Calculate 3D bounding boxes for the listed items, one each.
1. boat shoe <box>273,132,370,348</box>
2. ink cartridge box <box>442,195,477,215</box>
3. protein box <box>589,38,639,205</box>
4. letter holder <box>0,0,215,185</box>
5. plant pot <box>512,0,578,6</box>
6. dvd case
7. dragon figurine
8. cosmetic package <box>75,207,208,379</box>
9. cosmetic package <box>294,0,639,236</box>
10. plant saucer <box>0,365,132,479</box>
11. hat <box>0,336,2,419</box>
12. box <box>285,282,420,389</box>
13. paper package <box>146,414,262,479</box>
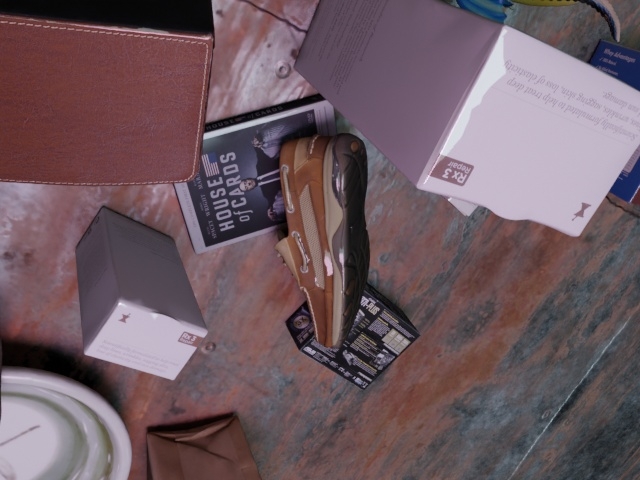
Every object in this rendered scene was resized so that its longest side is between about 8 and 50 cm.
[{"bbox_3d":[0.000,0.000,0.860,0.120,0.122,0.324,9,117,19],"label":"boat shoe"},{"bbox_3d":[0.231,-0.120,0.926,0.056,0.099,0.135,31,103,-35],"label":"ink cartridge box"},{"bbox_3d":[0.506,-0.180,0.947,0.136,0.200,0.201,8,116,-28],"label":"protein box"},{"bbox_3d":[-0.272,-0.178,0.614,0.302,0.152,0.214,0,142,-16],"label":"letter holder"},{"bbox_3d":[0.279,-0.369,0.792,0.095,0.134,0.134,-10,127,13],"label":"plant pot"},{"bbox_3d":[-0.085,-0.092,0.849,0.238,0.029,0.179,-19,125,-14],"label":"dvd case"},{"bbox_3d":[0.220,-0.318,0.729,0.289,0.085,0.144,40,135,-6],"label":"dragon figurine"},{"bbox_3d":[-0.232,0.060,0.751,0.117,0.231,0.085,28,106,-33],"label":"cosmetic package"},{"bbox_3d":[0.138,-0.176,0.674,0.217,0.385,0.156,12,114,-29],"label":"cosmetic package"},{"bbox_3d":[-0.488,0.319,0.879,0.400,0.100,0.400,-11,124,-17],"label":"plant saucer"},{"bbox_3d":[-0.526,0.163,0.659,0.331,0.134,0.331,1,84,-13],"label":"hat"},{"bbox_3d":[0.057,0.152,1.029,0.147,0.077,0.180,-46,126,8],"label":"box"},{"bbox_3d":[-0.189,0.521,1.002,0.168,0.309,0.325,-6,122,-23],"label":"paper package"}]
